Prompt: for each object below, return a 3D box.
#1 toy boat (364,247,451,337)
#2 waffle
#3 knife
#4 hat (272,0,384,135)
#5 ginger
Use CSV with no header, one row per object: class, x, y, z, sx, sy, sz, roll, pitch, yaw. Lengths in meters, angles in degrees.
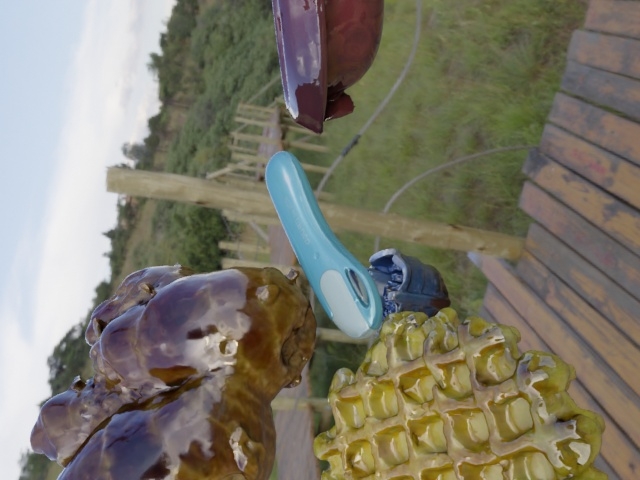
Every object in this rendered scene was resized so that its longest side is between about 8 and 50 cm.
toy boat,0.087,0.073,0.889,0.309,0.142,0.129,169,111,-84
waffle,0.087,0.179,0.462,0.249,0.056,0.253,11,86,50
knife,0.000,0.000,0.615,0.064,0.031,0.222,-43,62,31
hat,0.006,-0.193,0.511,0.205,0.089,0.206,173,90,-86
ginger,-0.169,0.172,0.629,0.152,0.274,0.358,64,-138,-64
